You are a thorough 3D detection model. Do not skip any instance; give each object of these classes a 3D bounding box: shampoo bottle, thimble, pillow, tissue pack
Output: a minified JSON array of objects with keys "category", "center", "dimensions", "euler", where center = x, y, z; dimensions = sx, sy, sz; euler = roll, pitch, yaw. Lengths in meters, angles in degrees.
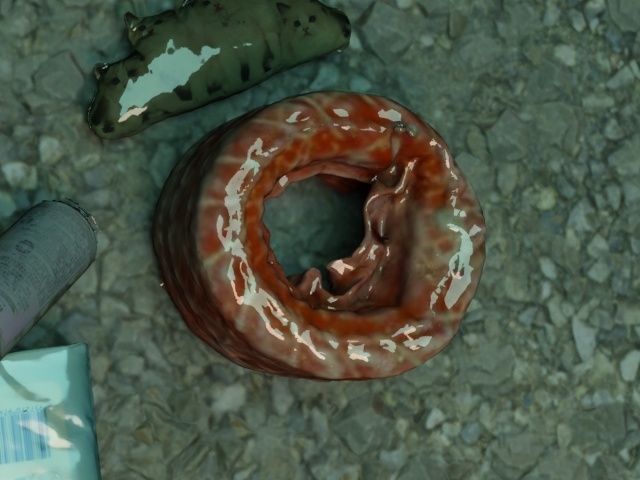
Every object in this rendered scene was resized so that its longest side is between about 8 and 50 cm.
[{"category":"shampoo bottle","center":[-0.237,0.045,1.172],"dimensions":[0.072,0.072,0.214],"euler":[49,34,-9]},{"category":"thimble","center":[0.000,0.000,1.269],"dimensions":[0.239,0.162,0.239],"euler":[2,84,-19]},{"category":"pillow","center":[-0.088,-0.160,1.313],"dimensions":[0.241,0.051,0.093],"euler":[-24,98,-19]},{"category":"tissue pack","center":[-0.247,0.215,1.201],"dimensions":[0.177,0.089,0.263],"euler":[-6,89,-17]}]
